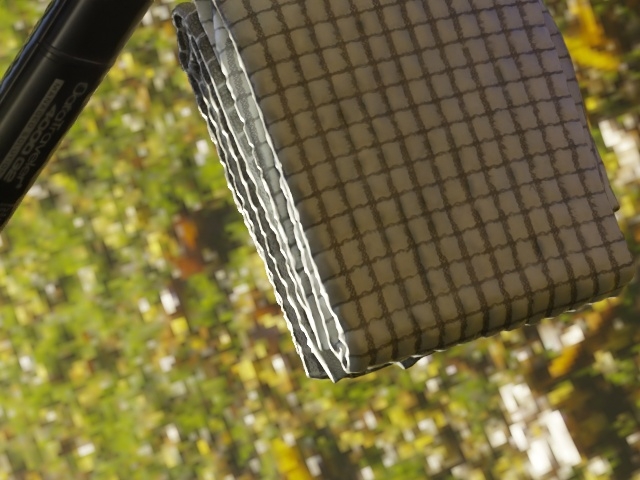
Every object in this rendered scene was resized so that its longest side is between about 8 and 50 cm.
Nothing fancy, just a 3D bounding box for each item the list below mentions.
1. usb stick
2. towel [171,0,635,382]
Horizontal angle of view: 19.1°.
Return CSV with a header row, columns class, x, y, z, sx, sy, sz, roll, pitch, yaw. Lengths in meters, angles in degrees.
class,x,y,z,sx,sy,sz,roll,pitch,yaw
usb stick,-0.216,-0.101,1.436,0.278,0.077,0.045,-54,55,22
towel,0.055,-0.062,1.249,0.121,0.235,0.284,-34,75,65
